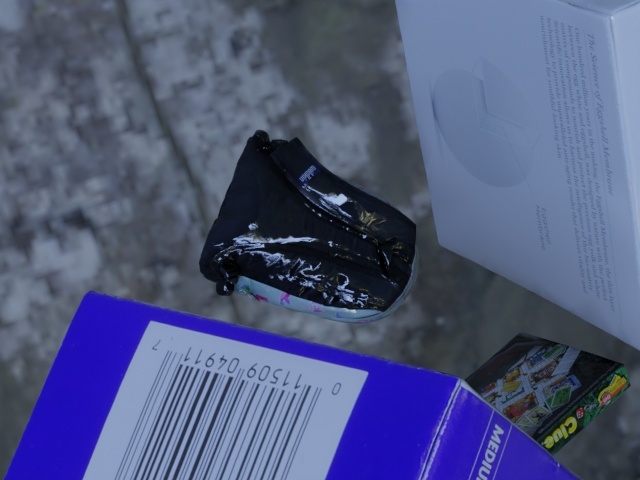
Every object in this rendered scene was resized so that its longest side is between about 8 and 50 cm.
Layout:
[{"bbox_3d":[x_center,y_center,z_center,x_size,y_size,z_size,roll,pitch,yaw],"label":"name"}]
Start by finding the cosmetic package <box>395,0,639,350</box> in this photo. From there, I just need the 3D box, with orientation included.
[{"bbox_3d":[0.173,-0.083,1.167,0.224,0.138,0.224,32,140,53],"label":"cosmetic package"}]

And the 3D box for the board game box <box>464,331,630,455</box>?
[{"bbox_3d":[0.129,0.175,1.582,0.136,0.259,0.030,20,141,52],"label":"board game box"}]

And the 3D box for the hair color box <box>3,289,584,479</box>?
[{"bbox_3d":[0.044,0.146,0.788,0.185,0.110,0.339,11,163,38],"label":"hair color box"}]

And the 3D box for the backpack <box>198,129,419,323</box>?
[{"bbox_3d":[0.000,0.000,1.650,0.115,0.182,0.152,44,-114,-85],"label":"backpack"}]
